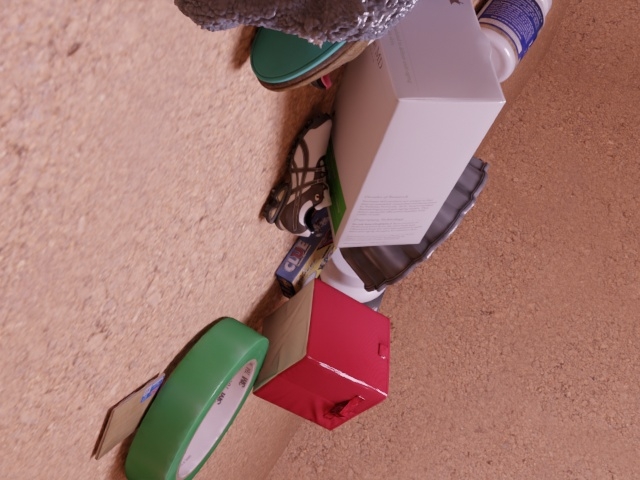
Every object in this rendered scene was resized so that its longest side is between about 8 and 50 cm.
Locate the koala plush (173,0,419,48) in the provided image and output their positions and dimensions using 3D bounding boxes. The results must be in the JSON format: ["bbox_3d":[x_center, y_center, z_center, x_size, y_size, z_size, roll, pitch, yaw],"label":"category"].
[{"bbox_3d":[-0.002,-0.261,0.711,0.221,0.203,0.196,-88,-165,-78],"label":"koala plush"}]

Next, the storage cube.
[{"bbox_3d":[0.005,0.224,1.535,0.183,0.193,0.215,-40,-150,39],"label":"storage cube"}]

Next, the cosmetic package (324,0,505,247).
[{"bbox_3d":[0.113,-0.161,1.157,0.366,0.155,0.197,109,-25,-57],"label":"cosmetic package"}]

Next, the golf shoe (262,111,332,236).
[{"bbox_3d":[-0.010,-0.098,1.223,0.077,0.093,0.198,-29,146,-64],"label":"golf shoe"}]

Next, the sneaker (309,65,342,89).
[{"bbox_3d":[0.010,-0.251,1.034,0.047,0.057,0.119,-36,153,-56],"label":"sneaker"}]

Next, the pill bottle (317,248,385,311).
[{"bbox_3d":[0.071,0.099,1.823,0.161,0.161,0.283,-52,165,-30],"label":"pill bottle"}]

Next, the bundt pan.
[{"bbox_3d":[0.151,-0.065,1.470,0.331,0.124,0.331,-47,-169,11],"label":"bundt pan"}]

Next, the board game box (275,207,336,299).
[{"bbox_3d":[0.000,0.000,1.597,0.243,0.042,0.165,-56,167,-15],"label":"board game box"}]

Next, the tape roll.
[{"bbox_3d":[-0.206,0.287,1.354,0.321,0.077,0.321,-56,169,-16],"label":"tape roll"}]

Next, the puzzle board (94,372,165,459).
[{"bbox_3d":[-0.282,0.257,1.170,0.128,0.011,0.096,-35,152,-63],"label":"puzzle board"}]

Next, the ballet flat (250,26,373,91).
[{"bbox_3d":[0.059,-0.294,0.856,0.342,0.116,0.124,-53,157,24],"label":"ballet flat"}]

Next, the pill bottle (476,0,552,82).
[{"bbox_3d":[0.442,-0.510,1.888,0.265,0.153,0.153,-53,166,-27],"label":"pill bottle"}]
